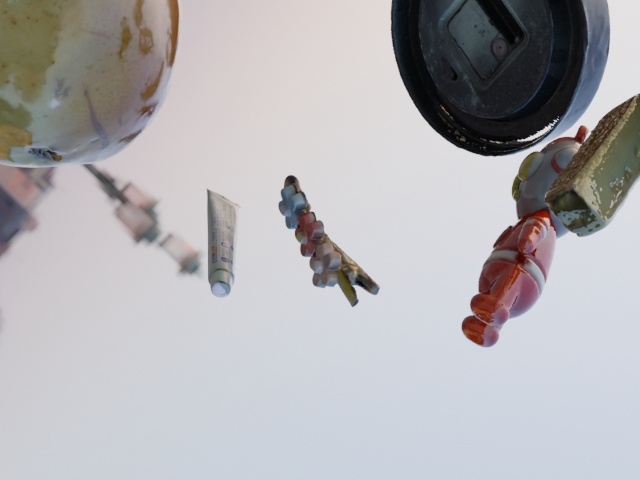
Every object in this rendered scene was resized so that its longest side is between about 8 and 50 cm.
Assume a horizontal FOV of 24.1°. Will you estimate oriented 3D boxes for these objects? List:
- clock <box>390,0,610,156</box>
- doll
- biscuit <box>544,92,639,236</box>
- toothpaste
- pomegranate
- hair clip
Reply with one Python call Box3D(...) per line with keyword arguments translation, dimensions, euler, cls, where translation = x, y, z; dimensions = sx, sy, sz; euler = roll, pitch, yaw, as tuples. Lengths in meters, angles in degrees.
Box3D(translation=(0.264, -0.317, 2.243), dimensions=(0.076, 0.386, 0.386), euler=(-14, 170, -40), cls="clock")
Box3D(translation=(0.278, -0.022, 1.955), dimensions=(0.336, 0.105, 0.200), euler=(-59, 169, -23), cls="doll")
Box3D(translation=(0.263, -0.069, 1.354), dimensions=(0.052, 0.056, 0.188), euler=(-31, -169, 44), cls="biscuit")
Box3D(translation=(-0.122, 0.000, 1.879), dimensions=(0.033, 0.052, 0.218), euler=(-53, -159, 26), cls="toothpaste")
Box3D(translation=(-0.281, -0.231, 1.511), dimensions=(0.319, 0.319, 0.319), euler=(-42, -167, 12), cls="pomegranate")
Box3D(translation=(-0.006, 0.002, 1.834), dimensions=(0.056, 0.214, 0.062), euler=(-16, 143, -33), cls="hair clip")
